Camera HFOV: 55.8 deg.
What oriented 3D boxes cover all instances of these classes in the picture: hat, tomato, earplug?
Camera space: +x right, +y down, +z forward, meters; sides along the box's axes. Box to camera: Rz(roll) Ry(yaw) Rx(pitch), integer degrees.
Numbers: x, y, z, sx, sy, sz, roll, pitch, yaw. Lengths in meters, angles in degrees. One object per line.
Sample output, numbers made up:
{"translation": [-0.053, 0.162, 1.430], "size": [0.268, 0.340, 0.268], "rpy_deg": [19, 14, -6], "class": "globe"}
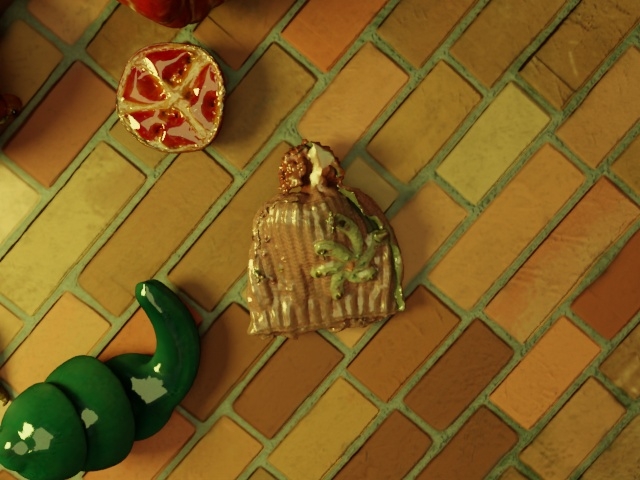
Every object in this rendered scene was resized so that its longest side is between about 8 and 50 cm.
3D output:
{"translation": [0.000, 0.000, 0.855], "size": [0.236, 0.107, 0.287], "rpy_deg": [-8, 100, -11], "class": "hat"}
{"translation": [-0.205, -0.197, 0.848], "size": [0.155, 0.069, 0.156], "rpy_deg": [-1, 98, -4], "class": "tomato"}
{"translation": [-0.303, 0.214, 0.838], "size": [0.164, 0.280, 0.257], "rpy_deg": [47, 129, 14], "class": "earplug"}

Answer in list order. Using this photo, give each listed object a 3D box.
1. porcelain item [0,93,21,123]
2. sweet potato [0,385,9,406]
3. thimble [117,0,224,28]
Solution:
{"translation": [-0.511, -0.208, 0.789], "size": [0.252, 0.253, 0.253], "rpy_deg": [0, 95, -2], "class": "porcelain item"}
{"translation": [-0.522, 0.161, 0.879], "size": [0.068, 0.060, 0.206], "rpy_deg": [-17, 108, 31], "class": "sweet potato"}
{"translation": [-0.197, -0.439, 0.699], "size": [0.230, 0.350, 0.350], "rpy_deg": [27, 94, -2], "class": "thimble"}
